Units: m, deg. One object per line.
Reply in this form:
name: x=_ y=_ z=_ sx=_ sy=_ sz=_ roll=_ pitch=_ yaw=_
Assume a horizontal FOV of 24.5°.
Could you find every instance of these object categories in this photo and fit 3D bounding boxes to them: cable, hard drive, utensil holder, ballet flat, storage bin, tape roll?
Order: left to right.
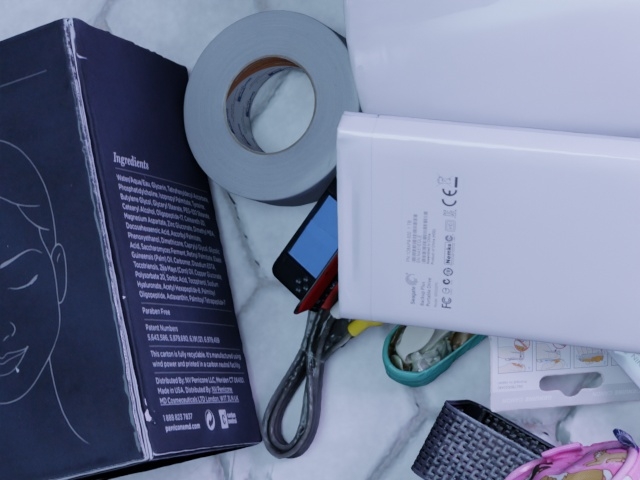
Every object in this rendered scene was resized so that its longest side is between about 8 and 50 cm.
tape roll: x=-0.045 y=-0.150 z=1.698 sx=0.219 sy=0.072 sz=0.219 roll=-2 pitch=84 yaw=20
cable: x=-0.004 y=0.106 z=1.657 sx=0.139 sy=0.072 sz=0.287 roll=40 pitch=99 yaw=24
ballet flat: x=0.161 y=0.069 z=1.587 sx=0.247 sy=0.087 sz=0.083 roll=-44 pitch=71 yaw=12
storage bin: x=0.200 y=0.245 z=1.537 sx=0.180 sy=0.122 sz=0.084 roll=29 pitch=95 yaw=21
hard drive: x=0.193 y=-0.003 z=1.413 sx=0.353 sy=0.047 sz=0.233 roll=7 pitch=128 yaw=10
utensil holder: x=0.256 y=-0.218 z=1.458 sx=0.385 sy=0.327 sz=0.328 roll=-9 pitch=82 yaw=23

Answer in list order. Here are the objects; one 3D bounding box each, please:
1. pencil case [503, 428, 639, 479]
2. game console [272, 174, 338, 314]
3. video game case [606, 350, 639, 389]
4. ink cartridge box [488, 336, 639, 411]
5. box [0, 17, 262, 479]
pencil case: x=0.320 y=0.367 z=1.391 sx=0.167 sy=0.160 sz=0.386 roll=-37 pitch=100 yaw=-21
game console: x=0.000 y=0.000 z=1.594 sx=0.124 sy=0.085 sz=0.144 roll=42 pitch=99 yaw=38
video game case: x=0.397 y=0.095 z=1.467 sx=0.190 sy=0.022 sz=0.173 roll=-43 pitch=72 yaw=13
ink cartridge box: x=0.255 y=0.058 z=1.539 sx=0.181 sy=0.056 sz=0.225 roll=-3 pitch=102 yaw=-10
box: x=-0.374 y=0.060 z=1.686 sx=0.480 sy=0.297 sz=0.472 roll=-15 pitch=81 yaw=20
